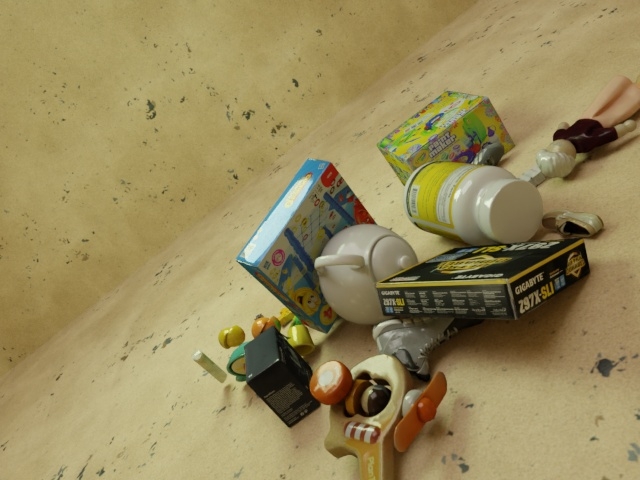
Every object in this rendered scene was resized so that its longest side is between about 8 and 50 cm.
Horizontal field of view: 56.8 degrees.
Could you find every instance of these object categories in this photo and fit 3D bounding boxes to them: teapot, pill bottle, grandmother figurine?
[{"bbox_3d":[0.129,0.067,1.336,0.256,0.252,0.187,-47,15,-34],"label":"teapot"},{"bbox_3d":[0.352,-0.086,1.390,0.188,0.188,0.334,-42,22,-9],"label":"pill bottle"},{"bbox_3d":[0.646,-0.271,1.427,0.342,0.104,0.208,-41,13,-14],"label":"grandmother figurine"}]

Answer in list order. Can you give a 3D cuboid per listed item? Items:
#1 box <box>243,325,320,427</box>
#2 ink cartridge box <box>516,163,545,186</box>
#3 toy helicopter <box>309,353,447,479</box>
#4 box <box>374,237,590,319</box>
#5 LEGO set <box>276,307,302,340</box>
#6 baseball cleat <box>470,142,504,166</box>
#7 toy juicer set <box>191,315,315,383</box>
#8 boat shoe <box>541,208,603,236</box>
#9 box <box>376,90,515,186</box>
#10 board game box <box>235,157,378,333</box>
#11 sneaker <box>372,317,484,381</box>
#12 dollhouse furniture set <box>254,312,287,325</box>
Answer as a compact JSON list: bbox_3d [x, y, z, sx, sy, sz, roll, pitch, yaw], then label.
[{"bbox_3d":[-0.089,0.304,1.337,0.093,0.158,0.156,-36,22,5],"label":"box"},{"bbox_3d":[0.522,-0.152,1.471,0.083,0.028,0.048,-38,22,2],"label":"ink cartridge box"},{"bbox_3d":[0.110,0.348,1.020,0.235,0.140,0.355,-25,37,22],"label":"toy helicopter"},{"bbox_3d":[0.308,0.073,1.151,0.257,0.079,0.322,-18,6,-37],"label":"box"},{"bbox_3d":[-0.050,0.189,1.607,0.093,0.087,0.227,-25,26,31],"label":"LEGO set"},{"bbox_3d":[0.439,-0.182,1.632,0.206,0.072,0.109,-40,35,6],"label":"baseball cleat"},{"bbox_3d":[-0.194,0.294,1.474,0.329,0.209,0.089,-30,52,22],"label":"toy juicer set"},{"bbox_3d":[0.510,-0.033,1.221,0.045,0.050,0.135,-41,21,-22],"label":"boat shoe"},{"bbox_3d":[0.366,-0.289,1.789,0.290,0.177,0.279,-37,21,1],"label":"box"},{"bbox_3d":[-0.008,0.017,1.429,0.086,0.302,0.308,15,65,46],"label":"board game box"},{"bbox_3d":[0.224,0.211,1.172,0.229,0.086,0.132,-15,55,12],"label":"sneaker"},{"bbox_3d":[-0.137,0.210,1.704,0.114,0.081,0.091,-42,22,-10],"label":"dollhouse furniture set"}]
